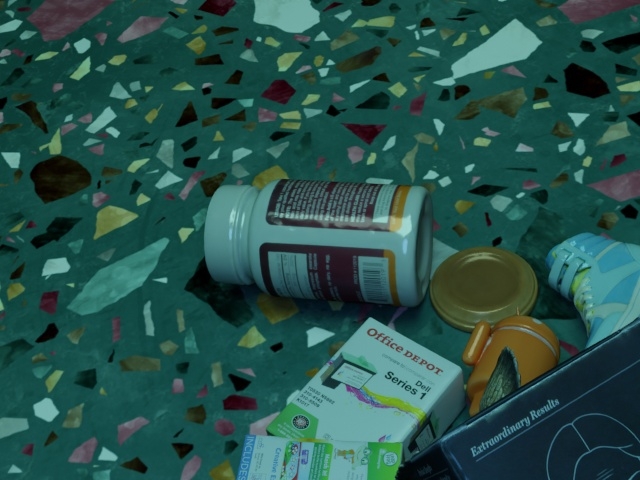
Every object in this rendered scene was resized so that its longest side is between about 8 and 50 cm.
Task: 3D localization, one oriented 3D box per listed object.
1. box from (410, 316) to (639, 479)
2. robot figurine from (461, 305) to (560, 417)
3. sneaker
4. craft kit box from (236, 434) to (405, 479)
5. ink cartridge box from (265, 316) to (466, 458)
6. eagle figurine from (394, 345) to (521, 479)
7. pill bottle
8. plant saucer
[{"bbox_3d":[0.340,0.347,1.218,0.293,0.212,0.396,-27,77,-13],"label":"box"},{"bbox_3d":[0.319,0.212,1.703,0.158,0.128,0.219,14,49,23],"label":"robot figurine"},{"bbox_3d":[0.461,0.109,1.775,0.208,0.127,0.319,20,46,25],"label":"sneaker"},{"bbox_3d":[-0.010,0.407,1.499,0.246,0.061,0.250,-1,50,15],"label":"craft kit box"},{"bbox_3d":[0.080,0.288,1.696,0.201,0.117,0.278,28,59,31],"label":"ink cartridge box"},{"bbox_3d":[0.245,0.320,1.483,0.225,0.298,0.226,-27,22,19],"label":"eagle figurine"},{"bbox_3d":[0.000,0.000,1.905,0.392,0.224,0.224,4,49,15],"label":"pill bottle"},{"bbox_3d":[0.299,0.082,1.892,0.199,0.037,0.200,-6,48,7],"label":"plant saucer"}]
